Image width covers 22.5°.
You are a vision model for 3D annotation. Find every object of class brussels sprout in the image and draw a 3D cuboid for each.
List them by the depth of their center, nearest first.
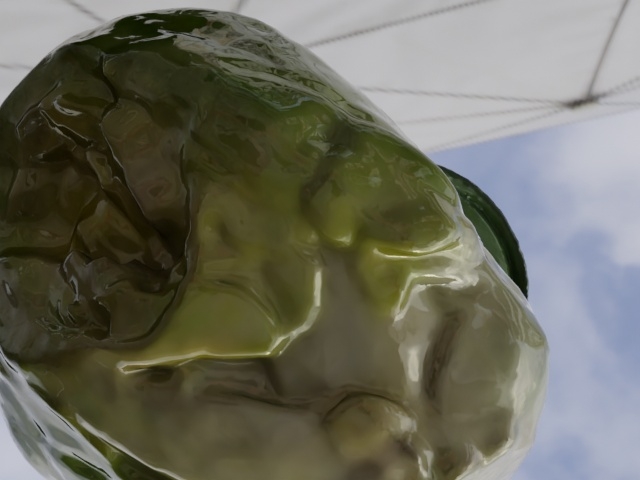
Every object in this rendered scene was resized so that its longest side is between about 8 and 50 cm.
[{"bbox_3d":[-0.047,0.039,0.856,0.268,0.344,0.344,-41,-123,-8],"label":"brussels sprout"}]

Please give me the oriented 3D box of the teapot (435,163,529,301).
[{"bbox_3d":[0.000,0.000,1.300,0.337,0.200,0.270,-163,-125,-71],"label":"teapot"}]
